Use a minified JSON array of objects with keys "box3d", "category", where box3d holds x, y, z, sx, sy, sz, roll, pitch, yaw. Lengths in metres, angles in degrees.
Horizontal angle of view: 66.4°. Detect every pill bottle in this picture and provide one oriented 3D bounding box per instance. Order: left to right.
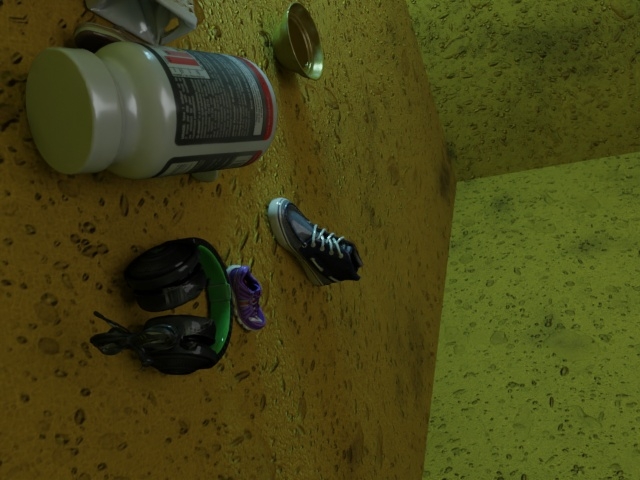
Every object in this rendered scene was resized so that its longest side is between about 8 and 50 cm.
[{"box3d":[-0.258,-0.213,0.814,0.363,0.210,0.210,-20,101,-54],"category":"pill bottle"}]

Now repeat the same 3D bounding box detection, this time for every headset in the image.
[{"box3d":[-0.229,0.119,0.837,0.394,0.185,0.243,-18,99,-74],"category":"headset"}]

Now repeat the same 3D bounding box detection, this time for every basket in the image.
[{"box3d":[-0.321,-0.447,0.884,0.167,0.113,0.103,11,70,-62],"category":"basket"}]

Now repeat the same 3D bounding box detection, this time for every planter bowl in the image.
[{"box3d":[-0.077,-0.561,1.414,0.217,0.090,0.217,28,58,-59],"category":"planter bowl"}]

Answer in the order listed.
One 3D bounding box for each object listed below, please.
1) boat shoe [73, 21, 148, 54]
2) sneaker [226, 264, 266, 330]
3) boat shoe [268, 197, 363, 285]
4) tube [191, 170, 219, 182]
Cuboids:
[{"box3d":[-0.354,-0.341,0.855,0.190,0.068,0.072,3,68,-73],"category":"boat shoe"},{"box3d":[-0.159,0.132,1.098,0.068,0.071,0.170,-56,133,-52],"category":"sneaker"},{"box3d":[0.000,0.000,1.347,0.340,0.158,0.127,54,38,-44],"category":"boat shoe"},{"box3d":[-0.228,-0.235,1.075,0.070,0.062,0.240,113,-12,-52],"category":"tube"}]
